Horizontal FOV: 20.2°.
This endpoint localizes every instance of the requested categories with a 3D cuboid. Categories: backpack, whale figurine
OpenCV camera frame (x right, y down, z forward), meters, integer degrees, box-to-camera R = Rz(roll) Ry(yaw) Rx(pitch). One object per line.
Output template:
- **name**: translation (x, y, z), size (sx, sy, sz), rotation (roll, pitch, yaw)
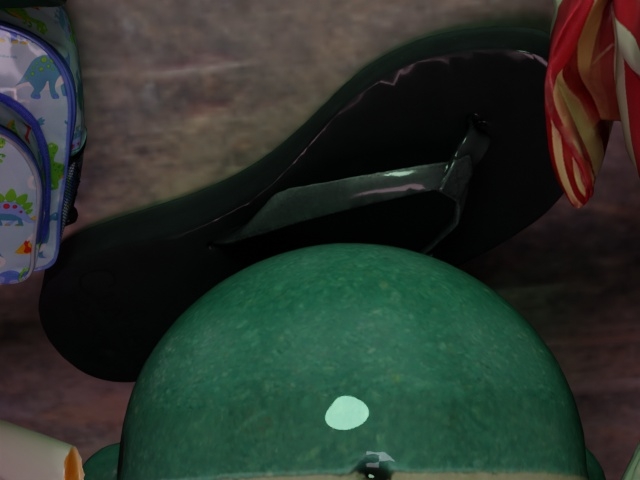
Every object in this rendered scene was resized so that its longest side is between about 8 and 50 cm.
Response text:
- **backpack**: translation (-0.141, -0.042, 0.685), size (0.105, 0.084, 0.114), rotation (7, 123, -9)
- **whale figurine**: translation (0.008, 0.080, 0.726), size (0.216, 0.141, 0.272), rotation (-1, 171, -3)

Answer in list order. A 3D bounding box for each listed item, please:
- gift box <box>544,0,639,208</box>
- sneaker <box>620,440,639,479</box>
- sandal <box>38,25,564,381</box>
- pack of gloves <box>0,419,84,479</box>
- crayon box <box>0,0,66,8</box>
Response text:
- **gift box**: translation (0.200, -0.113, 0.530), size (0.258, 0.276, 0.255), rotation (-1, 121, 1)
- **sneaker**: translation (0.174, 0.055, 0.690), size (0.107, 0.275, 0.110), rotation (35, 157, 8)
- **sandal**: translation (0.000, 0.001, 0.736), size (0.254, 0.054, 0.097), rotation (-29, 122, 19)
- **pack of gloves**: translation (-0.179, 0.155, 0.756), size (0.232, 0.046, 0.195), rotation (12, 115, 41)
- **crayon box**: translation (-0.267, -0.116, 0.483), size (0.363, 0.313, 0.106), rotation (0, 96, -1)
